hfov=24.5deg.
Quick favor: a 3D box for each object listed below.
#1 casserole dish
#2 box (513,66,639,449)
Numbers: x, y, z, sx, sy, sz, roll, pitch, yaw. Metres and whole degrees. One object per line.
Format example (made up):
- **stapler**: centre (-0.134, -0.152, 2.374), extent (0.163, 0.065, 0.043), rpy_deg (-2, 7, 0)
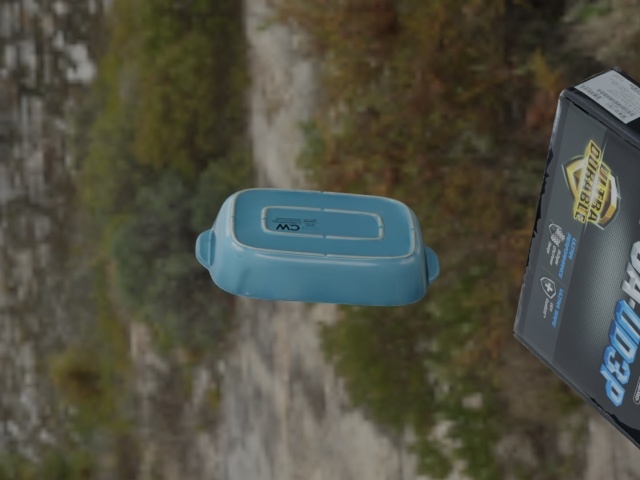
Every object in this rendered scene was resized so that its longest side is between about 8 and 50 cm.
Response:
- **casserole dish**: centre (0.000, 0.000, 1.121), extent (0.114, 0.188, 0.037), rpy_deg (-93, 8, -55)
- **box**: centre (0.208, 0.027, 0.915), extent (0.175, 0.051, 0.220), rpy_deg (44, 146, 34)
